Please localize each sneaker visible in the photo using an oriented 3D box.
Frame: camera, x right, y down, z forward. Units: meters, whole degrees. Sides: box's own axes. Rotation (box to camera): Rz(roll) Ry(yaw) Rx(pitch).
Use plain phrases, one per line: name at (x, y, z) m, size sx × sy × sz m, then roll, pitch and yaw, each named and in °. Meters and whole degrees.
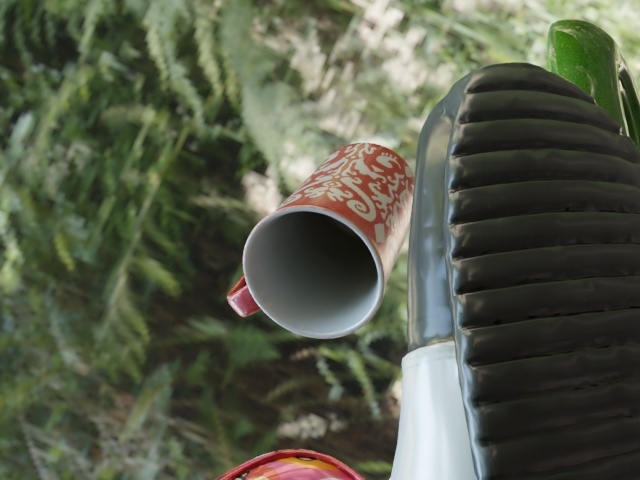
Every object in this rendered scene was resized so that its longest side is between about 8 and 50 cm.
sneaker at (0.044, 0.119, 0.425) m, size 0.146 × 0.122 × 0.331 m, roll -16°, pitch 75°, yaw 45°

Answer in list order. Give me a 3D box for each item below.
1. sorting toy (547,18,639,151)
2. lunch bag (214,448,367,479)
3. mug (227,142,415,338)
sorting toy at (0.179, -0.085, 0.748) m, size 0.127 × 0.126 × 0.366 m, roll -48°, pitch -58°, yaw -67°
lunch bag at (-0.059, 0.246, 0.842) m, size 0.293 × 0.258 × 0.120 m, roll -27°, pitch -38°, yaw -32°
mug at (0.001, -0.009, 1.241) m, size 0.169 × 0.150 × 0.113 m, roll -55°, pitch -40°, yaw -59°
